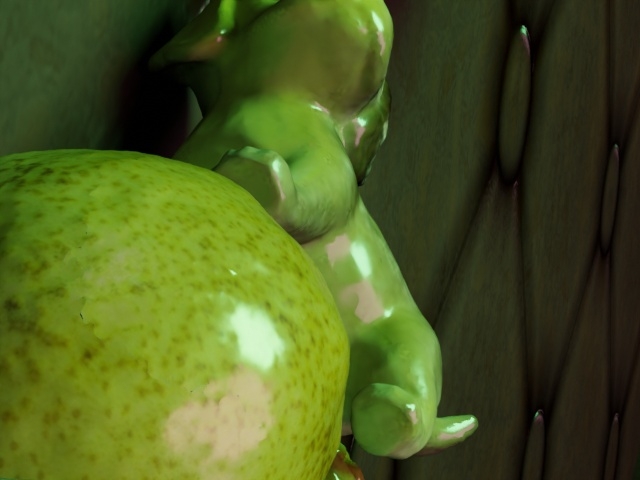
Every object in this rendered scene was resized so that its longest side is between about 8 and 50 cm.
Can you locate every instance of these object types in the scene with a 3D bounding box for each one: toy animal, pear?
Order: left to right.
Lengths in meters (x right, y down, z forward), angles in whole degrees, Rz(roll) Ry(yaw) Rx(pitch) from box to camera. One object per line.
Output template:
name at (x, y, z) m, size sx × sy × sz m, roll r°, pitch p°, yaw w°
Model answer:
pear at (-0.081, 0.054, 0.555) m, size 0.178 × 0.178 × 0.178 m, roll 6°, pitch 90°, yaw -73°
toy animal at (-0.010, -0.007, 0.744) m, size 0.169 × 0.121 × 0.233 m, roll -12°, pitch 83°, yaw -60°

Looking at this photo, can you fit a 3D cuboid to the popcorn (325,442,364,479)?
popcorn at (-0.039, 0.126, 0.805) m, size 0.121 × 0.106 × 0.116 m, roll -18°, pitch 112°, yaw -27°

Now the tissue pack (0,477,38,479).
tissue pack at (-0.022, 0.202, 0.418) m, size 0.380 × 0.297 × 0.207 m, roll 42°, pitch 54°, yaw -48°
